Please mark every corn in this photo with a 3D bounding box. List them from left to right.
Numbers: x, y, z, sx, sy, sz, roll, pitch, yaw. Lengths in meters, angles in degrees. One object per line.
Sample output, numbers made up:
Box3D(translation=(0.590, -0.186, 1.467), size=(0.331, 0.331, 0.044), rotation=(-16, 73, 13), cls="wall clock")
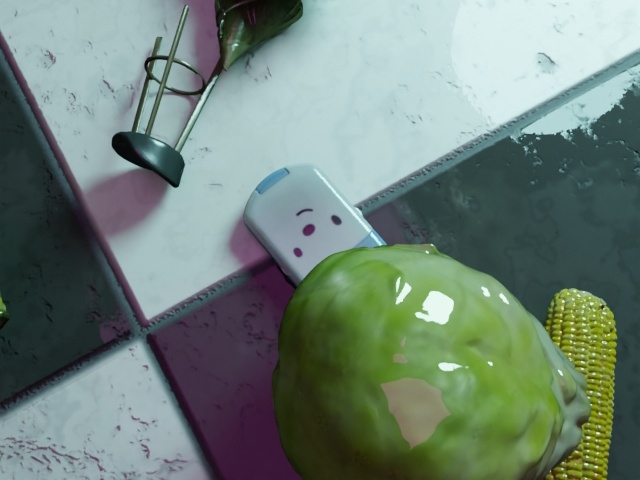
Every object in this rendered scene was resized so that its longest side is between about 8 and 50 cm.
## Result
Box3D(translation=(0.280, 0.178, 0.685), size=(0.081, 0.081, 0.248), rotation=(10, 74, 3), cls="corn")

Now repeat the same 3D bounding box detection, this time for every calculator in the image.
Box3D(translation=(0.000, 0.000, 0.760), size=(0.121, 0.039, 0.210), rotation=(-38, 78, -8), cls="calculator")

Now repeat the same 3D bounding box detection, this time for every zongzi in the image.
Box3D(translation=(-0.060, -0.279, 0.823), size=(0.154, 0.062, 0.130), rotation=(-5, 62, -8), cls="zongzi")

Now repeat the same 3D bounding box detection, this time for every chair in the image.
Box3D(translation=(-0.200, -0.174, 0.789), size=(0.095, 0.104, 0.221), rotation=(0, 68, 27), cls="chair")

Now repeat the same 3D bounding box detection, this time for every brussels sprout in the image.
Box3D(translation=(0.094, 0.154, 0.623), size=(0.317, 0.242, 0.273), rotation=(34, 61, 2), cls="brussels sprout")

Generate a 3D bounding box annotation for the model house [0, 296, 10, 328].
Box3D(translation=(-0.454, 0.017, 0.656), size=(0.175, 0.193, 0.234), rotation=(-13, 76, -37), cls="model house")
